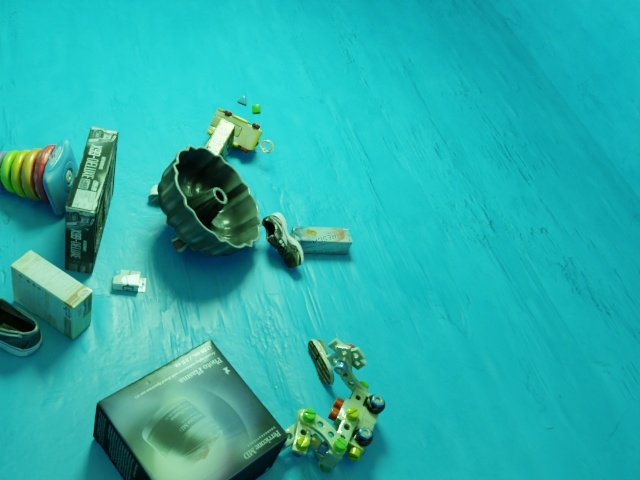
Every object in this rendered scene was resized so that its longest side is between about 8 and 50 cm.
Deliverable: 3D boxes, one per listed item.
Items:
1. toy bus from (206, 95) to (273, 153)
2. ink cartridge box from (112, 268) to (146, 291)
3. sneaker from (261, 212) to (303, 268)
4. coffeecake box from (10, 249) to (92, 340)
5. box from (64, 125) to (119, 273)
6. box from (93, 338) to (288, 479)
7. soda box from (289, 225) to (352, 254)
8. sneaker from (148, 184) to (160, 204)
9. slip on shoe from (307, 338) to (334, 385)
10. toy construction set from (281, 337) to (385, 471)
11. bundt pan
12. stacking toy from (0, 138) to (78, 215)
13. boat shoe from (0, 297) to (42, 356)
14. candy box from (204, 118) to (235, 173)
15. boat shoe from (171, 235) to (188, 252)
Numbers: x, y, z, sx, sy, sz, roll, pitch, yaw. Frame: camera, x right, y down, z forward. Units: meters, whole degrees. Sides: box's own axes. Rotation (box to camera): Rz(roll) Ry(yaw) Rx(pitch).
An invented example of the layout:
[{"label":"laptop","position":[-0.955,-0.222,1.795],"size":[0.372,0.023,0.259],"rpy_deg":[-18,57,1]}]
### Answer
[{"label":"toy bus","position":[-0.265,-0.348,2.237],"size":[0.191,0.104,0.202],"rpy_deg":[-19,89,0]},{"label":"ink cartridge box","position":[-0.498,0.105,1.792],"size":[0.083,0.028,0.048],"rpy_deg":[7,48,-16]},{"label":"sneaker","position":[-0.119,0.005,1.970],"size":[0.077,0.072,0.178],"rpy_deg":[-10,65,-56]},{"label":"coffeecake box","position":[-0.639,0.132,1.635],"size":[0.185,0.142,0.068],"rpy_deg":[32,47,8]},{"label":"box","position":[-0.599,-0.106,1.796],"size":[0.077,0.242,0.307],"rpy_deg":[10,46,-13]},{"label":"box","position":[-0.281,0.423,1.486],"size":[0.296,0.182,0.294],"rpy_deg":[-28,65,-37]},{"label":"soda box","position":[0.000,0.000,2.053],"size":[0.183,0.063,0.058],"rpy_deg":[1,50,-20]},{"label":"sneaker","position":[-0.426,-0.135,2.019],"size":[0.152,0.053,0.061],"rpy_deg":[9,45,-12]},{"label":"slip on shoe","position":[0.010,0.315,1.788],"size":[0.041,0.051,0.135],"rpy_deg":[1,43,-36]},{"label":"toy construction set","position":[0.036,0.408,1.655],"size":[0.215,0.151,0.327],"rpy_deg":[27,57,4]},{"label":"bundt pan","position":[-0.319,-0.094,1.901],"size":[0.331,0.124,0.330],"rpy_deg":[42,30,-31]},{"label":"stacking toy","position":[-0.828,-0.186,1.867],"size":[0.302,0.165,0.175],"rpy_deg":[5,51,3]},{"label":"boat shoe","position":[-0.783,0.162,1.580],"size":[0.301,0.102,0.108],"rpy_deg":[28,46,4]},{"label":"candy box","position":[-0.323,-0.265,2.097],"size":[0.053,0.109,0.186],"rpy_deg":[23,66,1]},{"label":"boat shoe","position":[-0.370,-0.013,1.937],"size":[0.043,0.049,0.137],"rpy_deg":[62,32,-13]}]
